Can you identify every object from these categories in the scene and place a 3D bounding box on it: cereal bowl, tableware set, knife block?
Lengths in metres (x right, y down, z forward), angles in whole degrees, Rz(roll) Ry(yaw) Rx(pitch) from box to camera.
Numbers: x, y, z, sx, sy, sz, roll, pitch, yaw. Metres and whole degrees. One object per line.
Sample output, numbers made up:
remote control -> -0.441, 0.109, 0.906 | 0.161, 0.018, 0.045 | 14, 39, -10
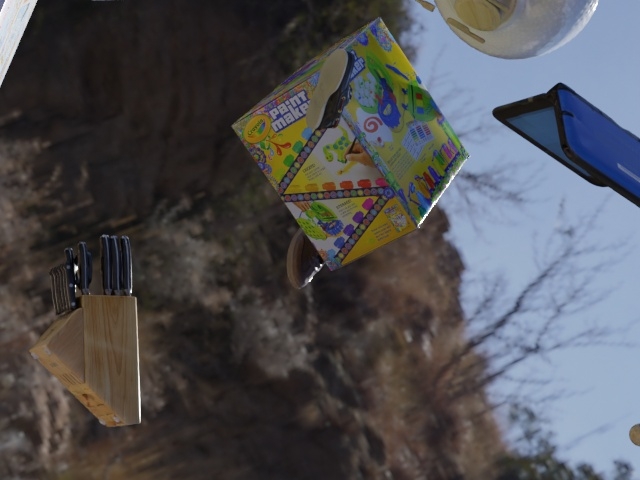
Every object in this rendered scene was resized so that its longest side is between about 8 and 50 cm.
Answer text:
cereal bowl -> 0.327, -0.476, 2.192 | 0.339, 0.141, 0.339 | 25, -48, 31
tableware set -> 0.232, -0.432, 2.101 | 0.194, 0.039, 0.128 | 31, -23, -3
knife block -> -0.349, 0.139, 2.016 | 0.275, 0.242, 0.088 | 48, -30, -15

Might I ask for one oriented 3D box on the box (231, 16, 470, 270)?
box -> 0.058, -0.159, 1.922 | 0.177, 0.290, 0.279 | -27, -78, 33

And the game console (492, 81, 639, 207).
game console -> 0.458, -0.124, 2.085 | 0.173, 0.293, 0.250 | -42, -150, 35

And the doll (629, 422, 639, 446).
doll -> 0.562, 0.257, 1.903 | 0.129, 0.189, 0.046 | 30, 18, -50

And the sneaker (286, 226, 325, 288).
sneaker -> 0.000, 0.000, 2.072 | 0.071, 0.188, 0.066 | -3, -41, 30

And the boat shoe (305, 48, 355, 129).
boat shoe -> 0.020, -0.204, 1.637 | 0.049, 0.042, 0.133 | 66, -34, 37

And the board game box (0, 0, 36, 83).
board game box -> -0.521, -0.316, 1.885 | 0.318, 0.066, 0.318 | 142, -32, -72
